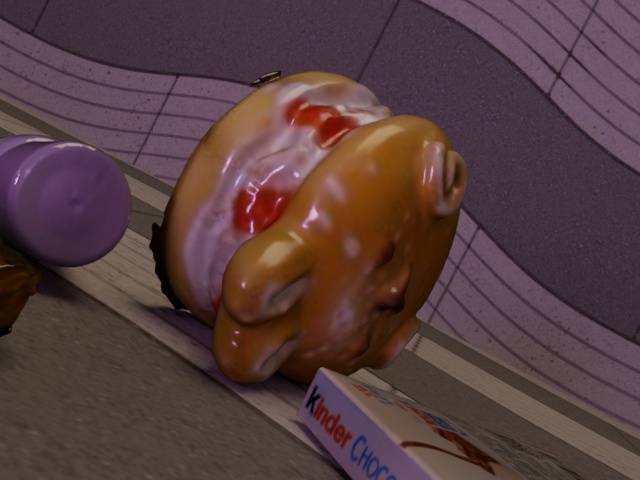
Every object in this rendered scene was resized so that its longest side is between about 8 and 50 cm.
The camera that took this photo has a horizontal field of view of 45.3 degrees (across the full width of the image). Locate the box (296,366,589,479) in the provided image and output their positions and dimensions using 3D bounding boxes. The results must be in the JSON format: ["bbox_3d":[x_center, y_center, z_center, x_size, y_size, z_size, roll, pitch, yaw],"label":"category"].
[{"bbox_3d":[0.148,0.189,0.493,0.265,0.048,0.273,26,4,-29],"label":"box"}]

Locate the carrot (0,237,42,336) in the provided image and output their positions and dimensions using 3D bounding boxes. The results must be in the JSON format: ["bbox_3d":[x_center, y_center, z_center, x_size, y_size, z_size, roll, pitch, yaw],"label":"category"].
[{"bbox_3d":[-0.257,-0.025,0.423,0.260,0.070,0.070,30,3,21],"label":"carrot"}]

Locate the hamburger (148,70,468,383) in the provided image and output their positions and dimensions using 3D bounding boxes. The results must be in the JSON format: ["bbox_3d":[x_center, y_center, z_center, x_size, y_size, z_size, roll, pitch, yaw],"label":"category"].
[{"bbox_3d":[0.000,0.000,0.662,0.186,0.261,0.303,34,23,33],"label":"hamburger"}]

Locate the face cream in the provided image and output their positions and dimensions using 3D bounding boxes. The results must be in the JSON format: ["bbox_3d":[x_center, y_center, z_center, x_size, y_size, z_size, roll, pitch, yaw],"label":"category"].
[{"bbox_3d":[-0.257,-0.039,0.639,0.154,0.096,0.274,22,-8,-38],"label":"face cream"}]
